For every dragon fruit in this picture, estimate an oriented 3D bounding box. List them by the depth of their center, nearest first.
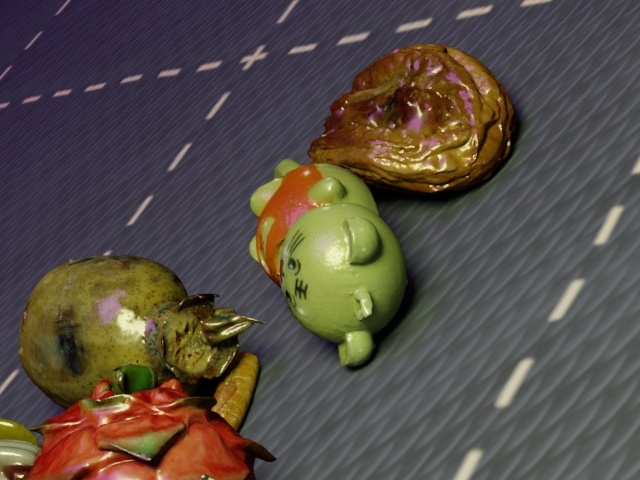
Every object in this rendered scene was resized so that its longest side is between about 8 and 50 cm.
[{"bbox_3d":[-0.125,0.220,1.212,0.193,0.192,0.274,112,154,-69],"label":"dragon fruit"}]

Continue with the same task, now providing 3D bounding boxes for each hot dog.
[{"bbox_3d":[-0.083,0.147,1.437,0.044,0.028,0.137,-8,38,34],"label":"hot dog"},{"bbox_3d":[0.076,-0.103,1.551,0.227,0.099,0.160,-4,42,53],"label":"hot dog"}]

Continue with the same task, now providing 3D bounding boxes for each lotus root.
[{"bbox_3d":[-0.169,0.090,1.500,0.278,0.154,0.154,1,47,48],"label":"lotus root"}]

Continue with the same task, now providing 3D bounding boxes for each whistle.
[{"bbox_3d":[0.000,0.000,1.453,0.106,0.131,0.288,-6,26,-15],"label":"whistle"}]

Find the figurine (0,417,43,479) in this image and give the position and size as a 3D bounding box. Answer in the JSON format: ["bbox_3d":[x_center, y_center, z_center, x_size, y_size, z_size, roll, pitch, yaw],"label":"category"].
[{"bbox_3d":[-0.291,0.268,1.417,0.284,0.204,0.338,-13,48,30],"label":"figurine"}]
